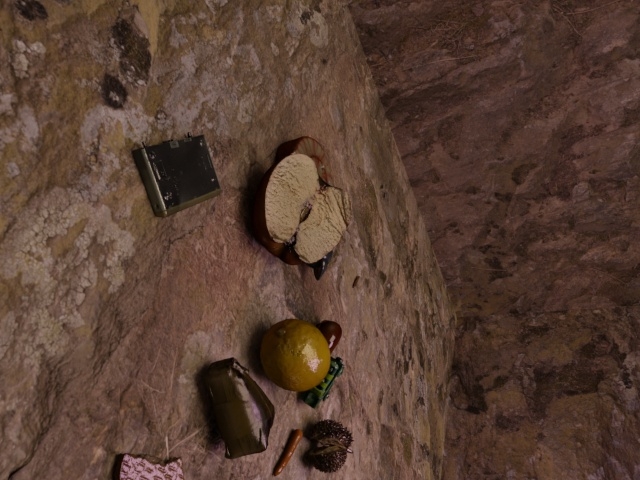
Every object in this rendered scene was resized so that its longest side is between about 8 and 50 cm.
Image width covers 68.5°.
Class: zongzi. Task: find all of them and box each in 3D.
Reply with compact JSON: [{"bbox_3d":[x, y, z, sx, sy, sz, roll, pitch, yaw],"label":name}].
[{"bbox_3d":[-0.223,0.457,1.414,0.300,0.145,0.273,-33,107,-78],"label":"zongzi"}]

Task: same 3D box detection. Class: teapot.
[{"bbox_3d":[0.004,0.375,1.844,0.135,0.178,0.252,37,24,1],"label":"teapot"}]

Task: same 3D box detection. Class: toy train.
[{"bbox_3d":[0.016,0.532,1.778,0.200,0.083,0.132,-60,165,-1],"label":"toy train"}]

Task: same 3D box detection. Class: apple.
[{"bbox_3d":[-0.072,-0.102,1.672,0.295,0.329,0.364,81,31,-64],"label":"apple"}]

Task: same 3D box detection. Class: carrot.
[{"bbox_3d":[-0.110,0.731,1.616,0.190,0.037,0.037,-54,129,-52],"label":"carrot"}]

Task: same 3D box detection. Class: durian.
[{"bbox_3d":[0.042,0.764,1.742,0.196,0.167,0.196,4,82,-27],"label":"durian"}]

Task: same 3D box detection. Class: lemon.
[{"bbox_3d":[-0.083,0.382,1.567,0.263,0.236,0.236,48,39,-20],"label":"lemon"}]

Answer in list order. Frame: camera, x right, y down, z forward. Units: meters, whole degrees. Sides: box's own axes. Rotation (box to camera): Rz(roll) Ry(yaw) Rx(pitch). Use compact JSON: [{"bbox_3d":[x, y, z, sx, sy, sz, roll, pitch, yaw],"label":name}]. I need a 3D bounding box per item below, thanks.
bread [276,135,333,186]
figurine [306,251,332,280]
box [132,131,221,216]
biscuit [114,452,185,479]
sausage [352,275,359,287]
[{"bbox_3d":[-0.053,-0.265,1.945,0.295,0.114,0.327,-53,127,-56],"label":"bread"},{"bbox_3d":[0.005,-0.002,1.906,0.140,0.265,0.193,28,15,-19],"label":"figurine"},{"bbox_3d":[-0.397,-0.198,1.344,0.270,0.045,0.210,-37,116,-60],"label":"box"},{"bbox_3d":[-0.402,0.569,1.116,0.176,0.031,0.228,-51,125,-56],"label":"biscuit"},{"bbox_3d":[0.178,0.206,2.345,0.015,0.015,0.100,67,31,-25],"label":"sausage"}]
